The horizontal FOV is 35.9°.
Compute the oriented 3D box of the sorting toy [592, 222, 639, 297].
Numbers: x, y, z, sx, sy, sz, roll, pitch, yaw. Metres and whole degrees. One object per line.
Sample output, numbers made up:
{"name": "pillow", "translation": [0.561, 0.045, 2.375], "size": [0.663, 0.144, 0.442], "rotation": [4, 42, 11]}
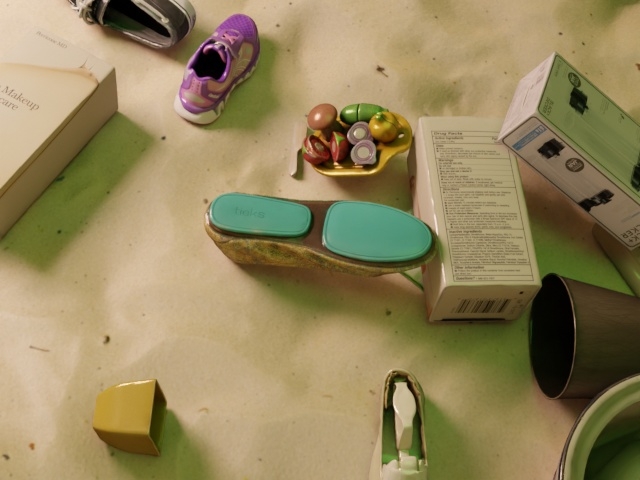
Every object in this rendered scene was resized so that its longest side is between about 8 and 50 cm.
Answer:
{"name": "sorting toy", "translation": [0.574, 0.011, 1.615], "size": [0.196, 0.047, 0.347], "rotation": [-20, 64, -20]}

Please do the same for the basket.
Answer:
{"name": "basket", "translation": [0.443, 0.152, 1.449], "size": [0.227, 0.154, 0.204], "rotation": [8, 43, -10]}

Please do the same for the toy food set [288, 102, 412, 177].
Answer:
{"name": "toy food set", "translation": [0.034, -0.170, 1.569], "size": [0.218, 0.071, 0.128], "rotation": [-1, 58, 25]}

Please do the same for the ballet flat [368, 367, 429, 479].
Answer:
{"name": "ballet flat", "translation": [0.111, 0.288, 1.346], "size": [0.086, 0.086, 0.248], "rotation": [4, 58, -7]}

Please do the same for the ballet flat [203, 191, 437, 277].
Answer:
{"name": "ballet flat", "translation": [0.000, 0.000, 1.470], "size": [0.349, 0.123, 0.123], "rotation": [8, 57, 9]}

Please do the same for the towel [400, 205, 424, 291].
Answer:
{"name": "towel", "translation": [0.169, -0.001, 1.569], "size": [0.113, 0.023, 0.152], "rotation": [37, 60, 14]}

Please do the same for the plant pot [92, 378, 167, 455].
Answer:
{"name": "plant pot", "translation": [-0.257, 0.237, 1.321], "size": [0.083, 0.081, 0.081], "rotation": [0, 58, 4]}

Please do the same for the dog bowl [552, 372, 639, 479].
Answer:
{"name": "dog bowl", "translation": [0.488, 0.385, 1.309], "size": [0.408, 0.150, 0.408], "rotation": [5, 58, -8]}

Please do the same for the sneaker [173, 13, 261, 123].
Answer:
{"name": "sneaker", "translation": [-0.166, -0.307, 1.656], "size": [0.095, 0.104, 0.236], "rotation": [22, 56, 6]}

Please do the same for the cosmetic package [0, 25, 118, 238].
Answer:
{"name": "cosmetic package", "translation": [-0.465, -0.170, 1.516], "size": [0.160, 0.113, 0.309], "rotation": [27, 59, 8]}

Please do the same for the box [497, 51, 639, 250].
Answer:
{"name": "box", "translation": [0.427, -0.138, 1.542], "size": [0.290, 0.087, 0.169], "rotation": [36, 48, -12]}

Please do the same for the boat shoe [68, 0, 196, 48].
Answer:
{"name": "boat shoe", "translation": [-0.369, -0.413, 1.682], "size": [0.306, 0.113, 0.105], "rotation": [30, 44, -2]}

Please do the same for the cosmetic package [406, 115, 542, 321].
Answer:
{"name": "cosmetic package", "translation": [0.228, -0.034, 1.513], "size": [0.153, 0.129, 0.296], "rotation": [1, 62, -7]}
